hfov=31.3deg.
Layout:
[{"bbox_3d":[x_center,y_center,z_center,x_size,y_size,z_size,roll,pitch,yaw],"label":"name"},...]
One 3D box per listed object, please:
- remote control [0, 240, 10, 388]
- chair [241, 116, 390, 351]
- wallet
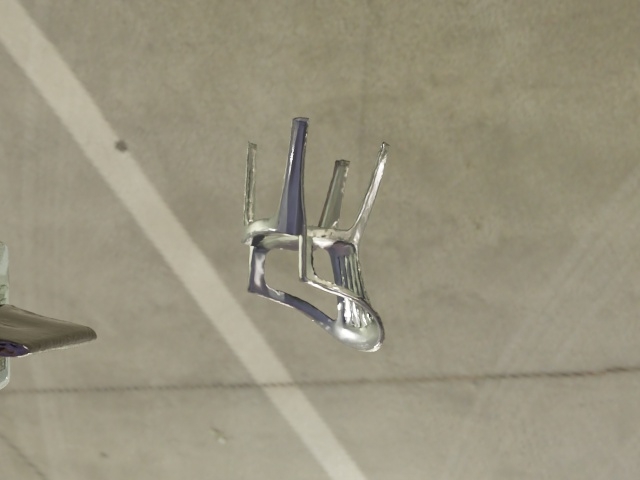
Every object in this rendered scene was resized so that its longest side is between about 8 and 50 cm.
[{"bbox_3d":[-0.607,0.144,2.042,0.056,0.140,0.296,13,111,19],"label":"remote control"},{"bbox_3d":[0.000,0.000,1.537,0.190,0.275,0.203,11,171,-24],"label":"chair"},{"bbox_3d":[-0.450,0.136,1.662,0.170,0.044,0.321,14,-178,6],"label":"wallet"}]
